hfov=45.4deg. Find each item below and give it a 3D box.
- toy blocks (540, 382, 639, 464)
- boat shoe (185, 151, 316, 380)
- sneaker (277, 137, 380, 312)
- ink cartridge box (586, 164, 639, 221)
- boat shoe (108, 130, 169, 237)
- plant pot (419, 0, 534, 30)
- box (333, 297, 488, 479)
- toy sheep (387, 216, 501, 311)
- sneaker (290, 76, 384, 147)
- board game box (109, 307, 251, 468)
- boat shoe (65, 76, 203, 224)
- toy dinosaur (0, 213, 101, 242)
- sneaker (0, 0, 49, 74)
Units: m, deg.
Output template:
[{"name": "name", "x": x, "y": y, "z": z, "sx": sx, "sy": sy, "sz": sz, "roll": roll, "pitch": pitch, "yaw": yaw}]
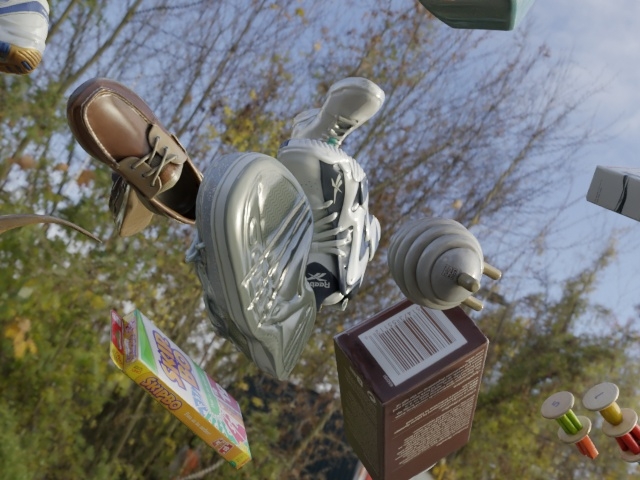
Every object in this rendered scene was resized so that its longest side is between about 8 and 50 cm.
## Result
[{"name": "toy blocks", "x": 0.404, "y": 0.280, "z": 1.090, "sx": 0.123, "sy": 0.054, "sz": 0.148, "roll": -26, "pitch": -73, "yaw": 43}, {"name": "boat shoe", "x": -0.071, "y": 0.030, "z": 0.703, "sx": 0.103, "sy": 0.118, "sz": 0.320, "roll": 21, "pitch": -25, "yaw": 16}, {"name": "sneaker", "x": 0.000, "y": 0.000, "z": 0.894, "sx": 0.094, "sy": 0.153, "sz": 0.235, "roll": 5, "pitch": -29, "yaw": 17}, {"name": "ink cartridge box", "x": 0.698, "y": -0.091, "z": 1.620, "sx": 0.153, "sy": 0.087, "sz": 0.208, "roll": -1, "pitch": 21, "yaw": -34}, {"name": "boat shoe", "x": -0.367, "y": -0.123, "z": 1.517, "sx": 0.092, "sy": 0.103, "sz": 0.285, "roll": 46, "pitch": -44, "yaw": 15}, {"name": "plant pot", "x": 0.309, "y": -0.544, "z": 1.456, "sx": 0.247, "sy": 0.248, "sz": 0.252, "roll": 15, "pitch": -32, "yaw": 36}, {"name": "box", "x": 0.143, "y": 0.250, "z": 1.236, "sx": 0.143, "sy": 0.191, "sz": 0.381, "roll": 52, "pitch": -19, "yaw": 34}, {"name": "toy sheep", "x": 0.107, "y": 0.022, "z": 0.683, "sx": 0.091, "sy": 0.091, "sz": 0.132, "roll": 34, "pitch": -4, "yaw": -24}, {"name": "sneaker", "x": 0.020, "y": -0.164, "z": 1.134, "sx": 0.080, "sy": 0.094, "sz": 0.212, "roll": 25, "pitch": -25, "yaw": -22}, {"name": "board game box", "x": -0.192, "y": 0.198, "z": 1.050, "sx": 0.259, "sy": 0.039, "sz": 0.124, "roll": 47, "pitch": 7, "yaw": -29}, {"name": "boat shoe", "x": -0.261, "y": -0.128, "z": 1.180, "sx": 0.116, "sy": 0.123, "sz": 0.324, "roll": 32, "pitch": -10, "yaw": 33}, {"name": "toy dinosaur", "x": -0.356, "y": -0.015, "z": 0.804, "sx": 0.211, "sy": 0.064, "sz": 0.112, "roll": -17, "pitch": -27, "yaw": 8}, {"name": "sneaker", "x": -0.557, "y": -0.346, "z": 1.152, "sx": 0.296, "sy": 0.131, "sz": 0.112, "roll": 14, "pitch": -14, "yaw": -8}]
